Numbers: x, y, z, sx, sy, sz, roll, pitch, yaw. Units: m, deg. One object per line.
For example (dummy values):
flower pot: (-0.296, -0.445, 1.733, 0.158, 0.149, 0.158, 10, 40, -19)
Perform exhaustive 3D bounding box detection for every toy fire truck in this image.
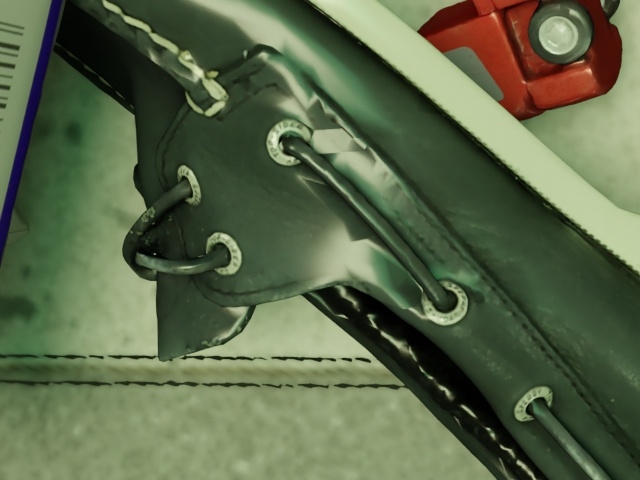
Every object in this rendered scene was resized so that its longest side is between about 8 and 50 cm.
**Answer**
toy fire truck: (0.004, -0.118, 0.436, 0.135, 0.047, 0.192, -15, 109, 30)

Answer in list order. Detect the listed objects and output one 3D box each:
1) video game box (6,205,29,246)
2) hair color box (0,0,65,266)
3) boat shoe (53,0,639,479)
video game box: (-0.231, -0.041, 0.464, 0.187, 0.048, 0.205, -31, 90, 7)
hair color box: (-0.245, -0.060, 0.362, 0.338, 0.110, 0.185, 16, 96, 14)
boat shoe: (0.000, 0.001, 0.414, 0.340, 0.127, 0.113, 36, 82, -8)
